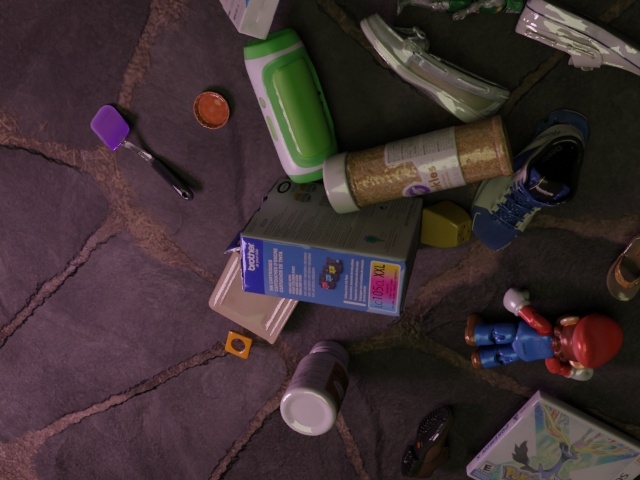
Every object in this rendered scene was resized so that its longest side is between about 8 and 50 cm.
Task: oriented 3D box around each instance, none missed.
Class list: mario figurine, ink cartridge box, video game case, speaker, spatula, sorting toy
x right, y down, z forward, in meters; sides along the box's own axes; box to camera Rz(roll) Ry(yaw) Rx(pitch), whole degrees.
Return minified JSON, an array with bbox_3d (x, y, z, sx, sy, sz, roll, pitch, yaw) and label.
[{"bbox_3d":[0.497,0.209,1.590,0.321,0.170,0.198,-6,149,29],"label":"mario figurine"},{"bbox_3d":[0.000,0.000,1.514,0.396,0.270,0.151,10,122,11],"label":"ink cartridge box"},{"bbox_3d":[-0.139,-0.481,1.414,0.060,0.180,0.104,8,122,-28],"label":"ink cartridge box"},{"bbox_3d":[0.569,0.530,1.722,0.329,0.036,0.300,28,118,-7],"label":"video game case"},{"bbox_3d":[-0.056,-0.273,1.478,0.131,0.131,0.296,-11,115,19],"label":"speaker"},{"bbox_3d":[-0.407,-0.195,1.670,0.296,0.030,0.084,41,116,-6],"label":"spatula"},{"bbox_3d":[-0.157,0.135,1.751,0.196,0.047,0.347,32,118,4],"label":"sorting toy"}]

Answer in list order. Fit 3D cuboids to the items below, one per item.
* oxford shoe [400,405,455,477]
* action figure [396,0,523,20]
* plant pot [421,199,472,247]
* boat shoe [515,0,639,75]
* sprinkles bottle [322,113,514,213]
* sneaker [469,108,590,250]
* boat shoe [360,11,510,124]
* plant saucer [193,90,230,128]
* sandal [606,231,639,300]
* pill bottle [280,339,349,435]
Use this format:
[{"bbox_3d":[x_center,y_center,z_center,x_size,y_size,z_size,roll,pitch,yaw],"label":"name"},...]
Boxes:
[{"bbox_3d":[0.287,0.502,1.795,0.096,0.082,0.227,16,119,-14],"label":"oxford shoe"},{"bbox_3d":[0.259,-0.440,1.336,0.232,0.137,0.063,2,104,4],"label":"action figure"},{"bbox_3d":[0.271,-0.028,1.518,0.083,0.082,0.081,27,126,44],"label":"plant pot"},{"bbox_3d":[0.486,-0.356,1.321,0.268,0.096,0.088,27,123,2],"label":"boat shoe"},{"bbox_3d":[0.187,-0.145,1.399,0.356,0.121,0.121,-12,111,19],"label":"sprinkles bottle"},{"bbox_3d":[0.403,-0.104,1.410,0.127,0.182,0.315,34,118,-1],"label":"sneaker"},{"bbox_3d":[0.217,-0.341,1.392,0.320,0.118,0.103,36,111,-9],"label":"boat shoe"},{"bbox_3d":[-0.239,-0.288,1.591,0.084,0.013,0.083,6,115,12],"label":"plant saucer"},{"bbox_3d":[0.641,0.060,1.486,0.072,0.049,0.180,21,134,12],"label":"sandal"},{"bbox_3d":[-0.002,0.338,1.698,0.131,0.229,0.131,6,115,12],"label":"pill bottle"}]
